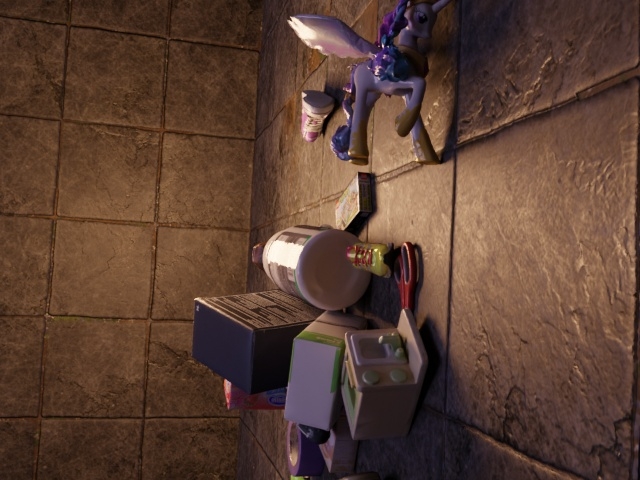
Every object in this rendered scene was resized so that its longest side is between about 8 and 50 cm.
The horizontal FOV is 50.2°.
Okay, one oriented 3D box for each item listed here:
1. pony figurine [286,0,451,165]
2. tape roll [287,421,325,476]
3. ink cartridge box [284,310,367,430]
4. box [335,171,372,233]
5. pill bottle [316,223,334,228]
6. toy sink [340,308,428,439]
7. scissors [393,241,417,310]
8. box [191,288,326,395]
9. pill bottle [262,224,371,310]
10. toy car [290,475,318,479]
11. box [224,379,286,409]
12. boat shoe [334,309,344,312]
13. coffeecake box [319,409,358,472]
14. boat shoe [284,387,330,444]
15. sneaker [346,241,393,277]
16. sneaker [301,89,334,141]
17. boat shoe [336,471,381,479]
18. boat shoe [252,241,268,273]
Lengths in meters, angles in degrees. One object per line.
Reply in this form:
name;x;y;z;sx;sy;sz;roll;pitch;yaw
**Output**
pony figurine;0.119;-0.345;1.423;0.351;0.302;0.364;5;88;43
tape roll;-0.045;0.621;2.081;0.189;0.080;0.189;-177;90;-75
ink cartridge box;0.019;0.297;1.624;0.273;0.114;0.199;-26;-55;-71
box;0.087;-0.090;1.839;0.207;0.036;0.114;126;145;-64
pill bottle;0.000;0.000;2.068;0.137;0.078;0.078;137;135;-69
toy sink;0.119;0.271;1.392;0.153;0.131;0.234;-104;17;-49
scissors;0.184;0.150;1.432;0.109;0.021;0.297;123;148;-63
box;-0.147;0.261;1.834;0.296;0.294;0.183;18;106;49
pill bottle;-0.024;0.062;1.827;0.361;0.204;0.204;-169;82;-69
toy car;-0.058;0.791;2.139;0.225;0.053;0.239;-115;32;-61
box;-0.125;0.399;2.004;0.142;0.299;0.154;-127;44;-69
boat shoe;0.049;0.237;1.873;0.072;0.068;0.190;-19;77;61
coffeecake box;0.051;0.480;1.770;0.142;0.068;0.186;-129;45;-70
boat shoe;-0.040;0.430;1.772;0.302;0.114;0.091;-148;69;-77
sneaker;0.111;0.041;1.579;0.208;0.094;0.082;178;97;-80
sneaker;-0.013;-0.389;2.201;0.282;0.102;0.161;-96;11;-72
boat shoe;0.081;0.626;1.544;0.341;0.121;0.110;95;165;-49
boat shoe;-0.126;0.063;2.128;0.324;0.119;0.123;17;-99;-62
